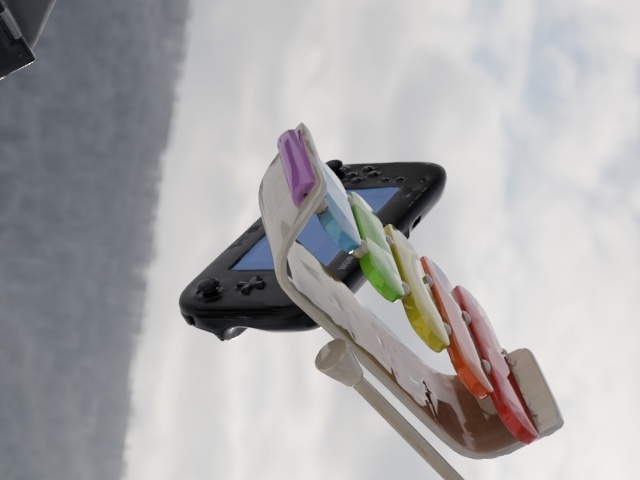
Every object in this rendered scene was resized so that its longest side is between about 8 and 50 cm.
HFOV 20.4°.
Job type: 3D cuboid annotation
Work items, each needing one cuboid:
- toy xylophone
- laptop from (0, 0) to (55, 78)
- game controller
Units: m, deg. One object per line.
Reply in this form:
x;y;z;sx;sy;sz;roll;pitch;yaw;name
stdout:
0.067;0.067;1.365;0.081;0.323;0.236;-39;-144;13;toy xylophone
-0.389;-0.312;1.438;0.236;0.408;0.382;57;-5;50;laptop
0.000;0.000;1.689;0.319;0.166;0.067;-46;120;-51;game controller
